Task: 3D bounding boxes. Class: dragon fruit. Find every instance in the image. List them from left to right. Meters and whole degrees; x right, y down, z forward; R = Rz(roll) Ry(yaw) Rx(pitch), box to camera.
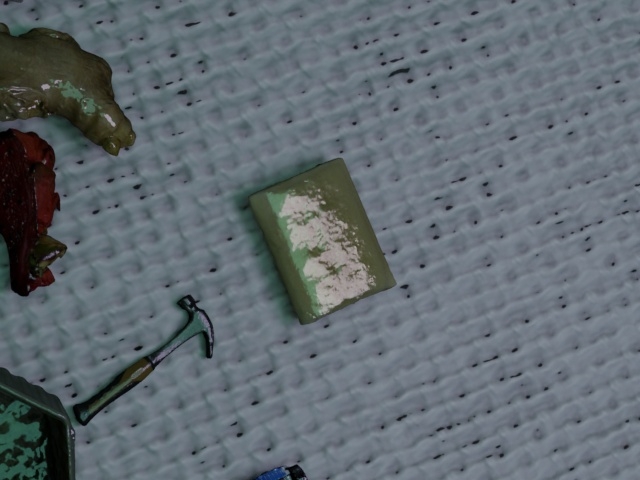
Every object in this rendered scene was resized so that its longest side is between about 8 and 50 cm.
[{"bbox_3d":[-0.352,-0.031,1.813,0.122,0.092,0.192,-6,88,-19],"label":"dragon fruit"}]

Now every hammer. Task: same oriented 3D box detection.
[{"bbox_3d":[-0.209,0.155,1.885,0.201,0.021,0.078,-39,98,-17],"label":"hammer"}]

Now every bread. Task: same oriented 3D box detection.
[{"bbox_3d":[0.000,0.000,1.949,0.139,0.060,0.178,-22,93,-20],"label":"bread"}]

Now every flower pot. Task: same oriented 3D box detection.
[{"bbox_3d":[-0.378,0.248,1.719,0.209,0.189,0.239,-4,92,-14],"label":"flower pot"}]

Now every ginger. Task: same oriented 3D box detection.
[{"bbox_3d":[-0.309,-0.186,1.847,0.213,0.074,0.137,17,64,-15],"label":"ginger"}]

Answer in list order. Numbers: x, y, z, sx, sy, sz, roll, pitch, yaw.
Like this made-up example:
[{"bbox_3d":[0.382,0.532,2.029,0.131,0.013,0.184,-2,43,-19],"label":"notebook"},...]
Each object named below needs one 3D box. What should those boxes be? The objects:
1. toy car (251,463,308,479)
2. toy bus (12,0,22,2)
[{"bbox_3d":[-0.035,0.357,1.902,0.080,0.070,0.171,-24,92,-19],"label":"toy car"},{"bbox_3d":[-0.424,-0.353,1.769,0.305,0.179,0.143,-3,71,-19],"label":"toy bus"}]
